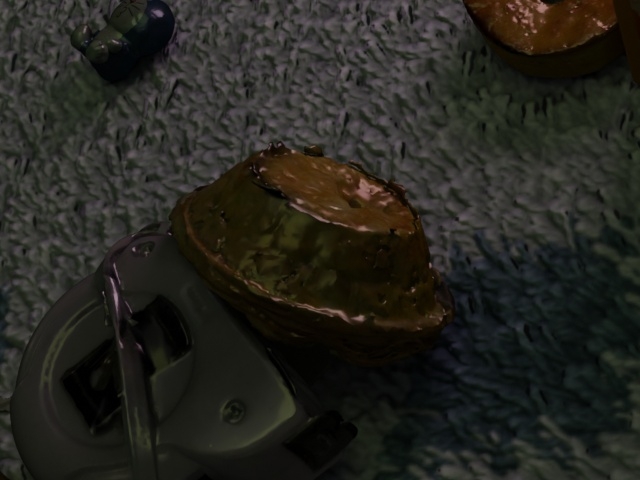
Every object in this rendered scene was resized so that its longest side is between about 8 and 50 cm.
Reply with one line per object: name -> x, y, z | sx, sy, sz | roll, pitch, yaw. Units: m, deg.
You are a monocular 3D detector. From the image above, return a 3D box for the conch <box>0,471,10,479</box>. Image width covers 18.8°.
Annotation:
conch -> -0.233, 0.187, 1.313 | 0.232, 0.086, 0.080 | 41, 91, 4

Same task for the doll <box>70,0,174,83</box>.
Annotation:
doll -> -0.162, -0.171, 1.598 | 0.083, 0.050, 0.076 | -40, 33, -8

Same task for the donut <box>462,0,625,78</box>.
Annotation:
donut -> 0.181, -0.187, 1.468 | 0.152, 0.058, 0.152 | -11, 53, 14

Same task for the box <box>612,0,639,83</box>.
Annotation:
box -> 0.373, -0.244, 1.335 | 0.283, 0.214, 0.259 | 13, 59, 30

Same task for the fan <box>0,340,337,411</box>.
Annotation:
fan -> -0.126, 0.077, 1.422 | 0.329, 0.009, 0.191 | -21, 51, 6

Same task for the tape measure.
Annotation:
tape measure -> -0.115, 0.106, 1.326 | 0.197, 0.120, 0.236 | -39, 54, 2

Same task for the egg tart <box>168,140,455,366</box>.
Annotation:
egg tart -> 0.001, -0.001, 1.319 | 0.212, 0.212, 0.090 | 44, 119, 39
